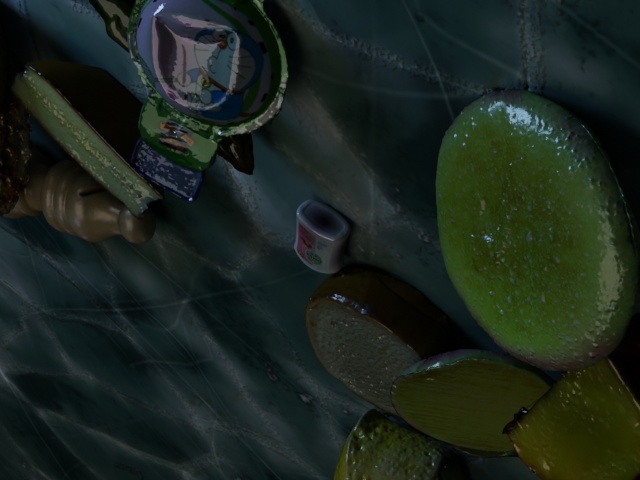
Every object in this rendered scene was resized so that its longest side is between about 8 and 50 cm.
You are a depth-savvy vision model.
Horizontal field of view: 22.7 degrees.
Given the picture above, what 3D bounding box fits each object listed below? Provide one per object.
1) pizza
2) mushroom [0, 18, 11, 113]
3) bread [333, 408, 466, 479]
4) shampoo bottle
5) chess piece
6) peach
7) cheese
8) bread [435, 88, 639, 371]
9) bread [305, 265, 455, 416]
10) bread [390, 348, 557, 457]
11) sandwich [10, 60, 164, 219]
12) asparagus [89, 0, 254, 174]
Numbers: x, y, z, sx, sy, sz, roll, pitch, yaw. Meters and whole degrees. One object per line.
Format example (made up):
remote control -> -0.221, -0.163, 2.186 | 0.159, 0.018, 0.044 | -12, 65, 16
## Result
pizza -> -0.467, -0.156, 2.259 | 0.127, 0.058, 0.246 | 22, 117, 26
mushroom -> -0.516, -0.236, 2.151 | 0.253, 0.153, 0.253 | 4, 96, 41
bread -> 0.106, 0.342, 2.201 | 0.170, 0.197, 0.197 | 13, 141, 24
shampoo bottle -> 0.000, 0.000, 1.993 | 0.072, 0.043, 0.099 | 35, 151, 16
chess piece -> -0.364, -0.059, 2.323 | 0.307, 0.124, 0.139 | 21, 111, 29
peach -> 0.318, 0.192, 1.710 | 0.154, 0.159, 0.267 | 55, 143, 18
cheese -> -0.141, -0.176, 1.821 | 0.204, 0.083, 0.320 | 29, 129, 6
bread -> 0.210, -0.003, 1.595 | 0.301, 0.045, 0.301 | 34, 133, 46
bread -> 0.080, 0.132, 2.045 | 0.236, 0.070, 0.236 | 31, 151, 20
bread -> 0.200, 0.197, 1.942 | 0.228, 0.033, 0.228 | 11, 144, 8
sandwich -> -0.289, -0.151, 2.108 | 0.258, 0.096, 0.094 | 45, 145, -1
asparagus -> -0.164, -0.196, 1.909 | 0.287, 0.080, 0.080 | 54, 151, -8
